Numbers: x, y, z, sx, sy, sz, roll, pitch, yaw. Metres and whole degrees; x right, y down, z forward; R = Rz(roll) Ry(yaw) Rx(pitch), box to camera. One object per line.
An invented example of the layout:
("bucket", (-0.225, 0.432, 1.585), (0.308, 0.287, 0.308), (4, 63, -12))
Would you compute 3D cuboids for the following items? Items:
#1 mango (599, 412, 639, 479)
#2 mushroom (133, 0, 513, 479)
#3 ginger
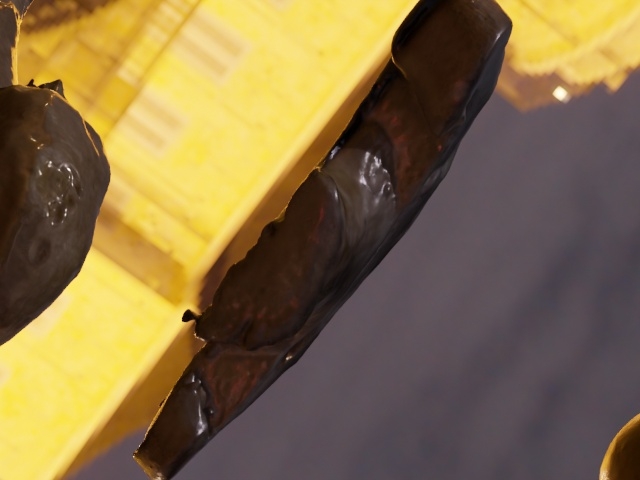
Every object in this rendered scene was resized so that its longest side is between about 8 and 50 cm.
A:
("mango", (0.367, 0.214, 1.100), (0.232, 0.445, 0.300), (-66, 176, 25))
("mushroom", (0.000, 0.000, 0.331), (0.101, 0.019, 0.049), (-55, 171, 16))
("ginger", (-0.129, -0.019, 0.560), (0.133, 0.059, 0.214), (-38, -138, 8))
